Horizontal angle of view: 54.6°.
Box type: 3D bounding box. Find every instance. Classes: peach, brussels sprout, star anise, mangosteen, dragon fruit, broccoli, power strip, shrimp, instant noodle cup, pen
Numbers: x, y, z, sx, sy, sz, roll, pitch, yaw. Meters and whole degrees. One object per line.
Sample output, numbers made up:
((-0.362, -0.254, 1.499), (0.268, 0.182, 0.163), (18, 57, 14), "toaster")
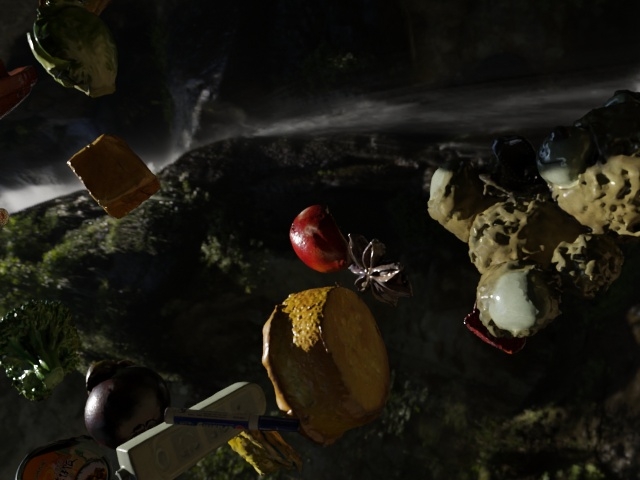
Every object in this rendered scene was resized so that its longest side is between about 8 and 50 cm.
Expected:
((-0.006, 0.002, 1.841), (0.154, 0.267, 0.158), (-28, -52, 3), "peach")
((-0.433, -0.349, 1.112), (0.139, 0.100, 0.181), (-37, -87, -26), "brussels sprout")
((0.147, 0.080, 1.517), (0.073, 0.197, 0.212), (-40, -31, -29), "star anise")
((-0.447, 0.380, 1.435), (0.210, 0.210, 0.209), (-24, -62, -53), "mangosteen")
((0.364, 0.115, 1.236), (0.092, 0.123, 0.192), (9, -79, -83), "dragon fruit")
((-0.574, 0.238, 1.264), (0.194, 0.194, 0.219), (-17, -55, -55), "broccoli")
((-0.196, 0.309, 1.003), (0.286, 0.048, 0.080), (-22, -82, -44), "power strip")
((-0.494, -0.493, 1.261), (0.034, 0.124, 0.178), (116, 177, -59), "shrimp")
((-0.520, 0.509, 1.246), (0.125, 0.178, 0.208), (-67, -10, 27), "instant noodle cup")
((-0.130, 0.266, 0.915), (0.025, 0.204, 0.025), (2, -90, -82), "pen")

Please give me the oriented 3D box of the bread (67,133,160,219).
((-0.477, -0.150, 1.452), (0.143, 0.158, 0.149), (-43, -2, -10), "bread")

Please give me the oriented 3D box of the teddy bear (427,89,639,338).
((0.261, -0.038, 0.646), (0.156, 0.256, 0.267), (25, -146, -29), "teddy bear")

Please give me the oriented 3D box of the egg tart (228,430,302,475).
((-0.165, 0.504, 1.560), (0.107, 0.291, 0.290), (-47, -40, -12), "egg tart")

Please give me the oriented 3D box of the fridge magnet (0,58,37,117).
((-0.636, -0.220, 0.985), (0.363, 0.364, 0.155), (-43, -55, -44), "fridge magnet")

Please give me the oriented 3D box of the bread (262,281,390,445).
((0.021, 0.310, 1.581), (0.398, 0.215, 0.398), (43, -145, -40), "bread")

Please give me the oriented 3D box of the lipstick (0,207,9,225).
((-0.721, -0.049, 1.301), (0.038, 0.131, 0.038), (0, -90, -76), "lipstick")
